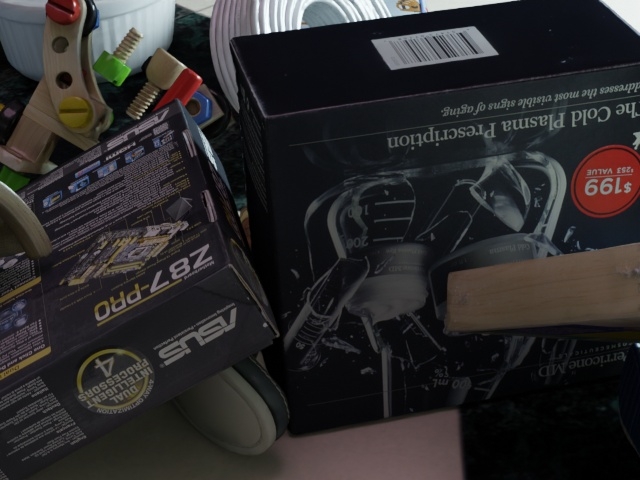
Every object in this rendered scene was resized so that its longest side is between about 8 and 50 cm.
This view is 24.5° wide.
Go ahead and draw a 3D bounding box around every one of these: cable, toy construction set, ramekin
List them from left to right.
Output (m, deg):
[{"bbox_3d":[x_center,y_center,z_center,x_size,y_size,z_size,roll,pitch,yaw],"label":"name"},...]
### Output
[{"bbox_3d":[-0.325,-0.314,2.041,0.273,0.127,0.273,-3,30,2],"label":"ramekin"},{"bbox_3d":[-0.248,-0.120,1.647,0.237,0.257,0.309,-54,19,1],"label":"toy construction set"},{"bbox_3d":[-0.012,-0.219,1.725,0.089,0.257,0.257,-15,23,42],"label":"cable"}]

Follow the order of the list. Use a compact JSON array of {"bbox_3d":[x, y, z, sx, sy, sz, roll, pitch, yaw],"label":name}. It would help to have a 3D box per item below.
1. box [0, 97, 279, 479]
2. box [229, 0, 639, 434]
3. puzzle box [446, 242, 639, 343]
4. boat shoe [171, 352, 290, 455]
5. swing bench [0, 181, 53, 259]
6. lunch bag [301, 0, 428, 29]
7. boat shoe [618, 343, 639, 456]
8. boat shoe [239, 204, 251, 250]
[{"bbox_3d":[-0.250,0.063,1.264,0.395,0.097,0.318,-29,30,3],"label":"box"},{"bbox_3d":[0.111,-0.028,1.307,0.343,0.312,0.179,-9,31,-9],"label":"box"},{"bbox_3d":[0.339,0.052,1.152,0.409,0.052,0.272,5,-7,-25],"label":"puzzle box"},{"bbox_3d":[-0.108,0.087,1.330,0.099,0.116,0.319,-25,31,-26],"label":"boat shoe"},{"bbox_3d":[-0.399,0.042,1.177,0.253,0.165,0.255,-7,41,38],"label":"swing bench"},{"bbox_3d":[0.021,-0.294,1.986,0.243,0.115,0.303,-6,31,0],"label":"lunch bag"},{"bbox_3d":[0.296,0.151,1.234,0.066,0.066,0.183,7,32,-5],"label":"boat shoe"},{"bbox_3d":[0.000,0.000,1.534,0.178,0.064,0.060,1,61,11],"label":"boat shoe"}]
